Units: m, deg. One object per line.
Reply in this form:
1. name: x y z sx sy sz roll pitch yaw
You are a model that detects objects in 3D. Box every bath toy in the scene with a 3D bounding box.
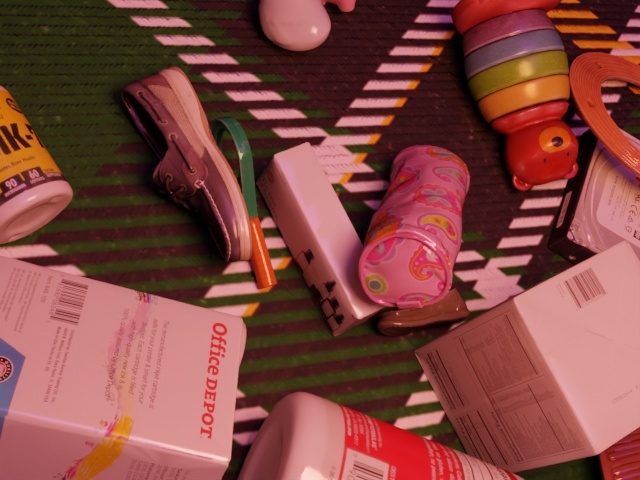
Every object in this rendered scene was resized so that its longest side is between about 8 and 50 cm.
1. bath toy: 0.018 -0.428 1.361 0.151 0.129 0.348 21 58 25

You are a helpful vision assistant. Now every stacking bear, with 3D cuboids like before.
1. stacking bear: 0.308 -0.224 1.383 0.175 0.164 0.289 -13 87 -16

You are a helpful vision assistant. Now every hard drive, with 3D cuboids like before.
1. hard drive: 0.540 -0.012 1.447 0.338 0.064 0.237 30 63 -10

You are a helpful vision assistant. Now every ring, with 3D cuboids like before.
1. ring: 0.529 -0.174 1.462 0.336 0.032 0.337 18 44 -18

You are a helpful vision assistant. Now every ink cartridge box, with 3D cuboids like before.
1. ink cartridge box: -0.239 0.178 0.952 0.269 0.197 0.198 16 38 -13

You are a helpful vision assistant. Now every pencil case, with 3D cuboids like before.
1. pencil case: 0.129 -0.023 1.196 0.124 0.124 0.284 35 30 -6

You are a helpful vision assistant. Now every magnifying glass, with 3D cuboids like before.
1. magnifying glass: -0.101 -0.050 1.203 0.026 0.092 0.231 -17 88 -29

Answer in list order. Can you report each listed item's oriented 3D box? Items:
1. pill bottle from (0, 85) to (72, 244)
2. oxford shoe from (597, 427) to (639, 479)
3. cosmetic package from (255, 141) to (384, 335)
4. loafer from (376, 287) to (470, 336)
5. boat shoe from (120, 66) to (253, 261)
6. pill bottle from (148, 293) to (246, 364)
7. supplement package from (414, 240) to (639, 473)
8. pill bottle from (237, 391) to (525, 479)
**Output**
1. pill bottle: -0.397 -0.110 1.082 0.119 0.119 0.209 -32 85 -28
2. oxford shoe: 0.456 0.404 1.232 0.140 0.147 0.397 -8 56 -5
3. cosmetic package: 0.000 0.000 1.209 0.060 0.099 0.239 -23 80 -27
4. loafer: 0.137 0.096 1.254 0.148 0.056 0.050 -5 72 -33
5. boat shoe: -0.173 -0.092 1.178 0.092 0.103 0.285 -20 75 -21
6. pill bottle: -0.181 0.119 1.094 0.169 0.094 0.094 18 65 -15
7. supplement package: 0.293 0.159 1.170 0.199 0.262 0.198 -23 80 -27
8. pill bottle: 0.111 0.346 1.049 0.407 0.229 0.229 24 64 -12
